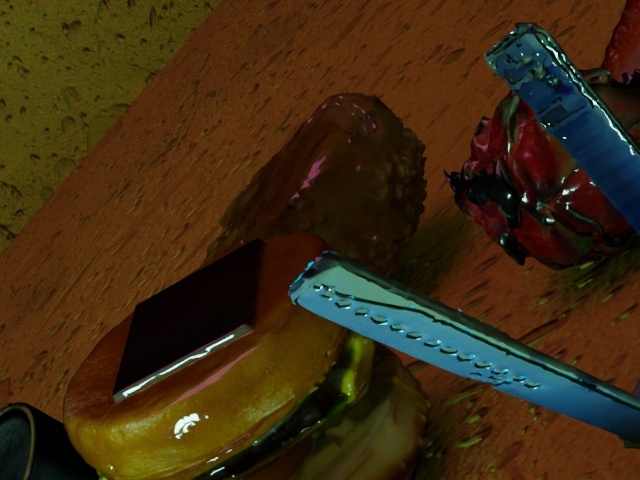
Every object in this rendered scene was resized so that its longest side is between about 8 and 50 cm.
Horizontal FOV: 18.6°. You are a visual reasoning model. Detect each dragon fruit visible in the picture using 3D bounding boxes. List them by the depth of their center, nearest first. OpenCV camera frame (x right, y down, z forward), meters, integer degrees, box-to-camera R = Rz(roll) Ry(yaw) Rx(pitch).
[{"bbox_3d":[0.208,-0.063,1.601,0.188,0.182,0.182,-58,12,16],"label":"dragon fruit"}]

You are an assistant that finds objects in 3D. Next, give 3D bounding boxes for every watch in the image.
[{"bbox_3d":[0.151,0.034,1.281,0.276,0.274,0.068,-49,13,-34],"label":"watch"}]

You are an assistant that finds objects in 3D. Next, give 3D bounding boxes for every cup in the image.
[{"bbox_3d":[-0.202,0.236,1.723,0.239,0.177,0.166,-39,34,38],"label":"cup"}]

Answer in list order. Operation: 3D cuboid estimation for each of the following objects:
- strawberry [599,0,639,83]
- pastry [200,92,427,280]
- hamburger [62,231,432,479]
[{"bbox_3d":[0.354,-0.200,1.736,0.236,0.107,0.175,-23,62,53],"label":"strawberry"},{"bbox_3d":[0.000,0.000,1.947,0.311,0.162,0.255,-40,23,50],"label":"pastry"},{"bbox_3d":[-0.053,0.147,1.586,0.291,0.225,0.291,-32,20,13],"label":"hamburger"}]
